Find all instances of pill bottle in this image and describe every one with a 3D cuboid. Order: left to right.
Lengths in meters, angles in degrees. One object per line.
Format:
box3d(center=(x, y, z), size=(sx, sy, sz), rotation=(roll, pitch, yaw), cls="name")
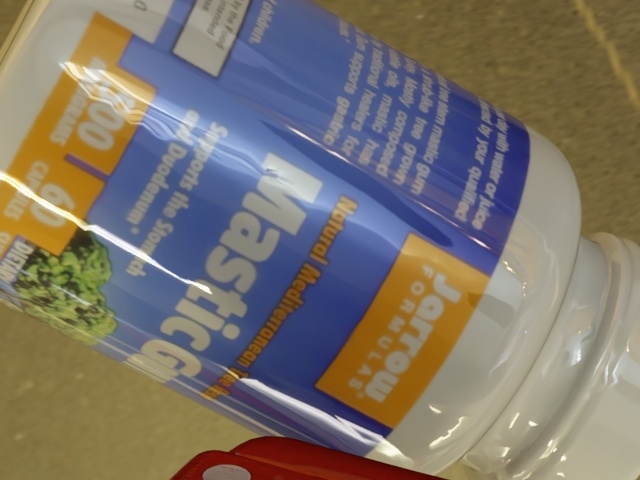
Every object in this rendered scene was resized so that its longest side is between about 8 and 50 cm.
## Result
box3d(center=(0.000, 0.000, 0.728), size=(0.272, 0.152, 0.152), rotation=(28, 116, -12), cls="pill bottle")

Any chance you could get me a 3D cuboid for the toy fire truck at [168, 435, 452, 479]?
box3d(center=(0.033, 0.160, 0.638), size=(0.158, 0.246, 0.217), rotation=(12, 115, 22), cls="toy fire truck")
